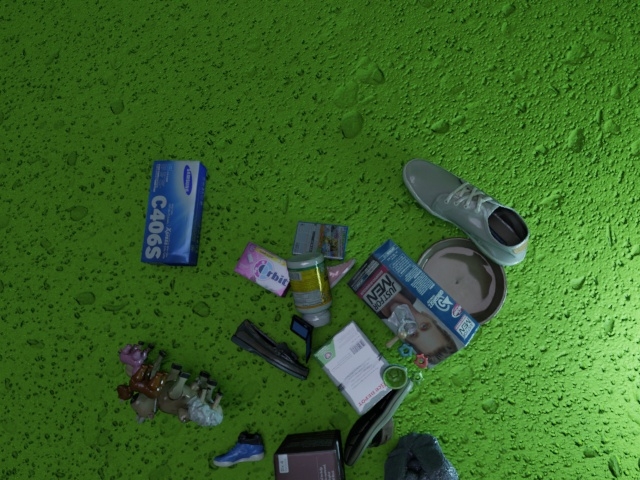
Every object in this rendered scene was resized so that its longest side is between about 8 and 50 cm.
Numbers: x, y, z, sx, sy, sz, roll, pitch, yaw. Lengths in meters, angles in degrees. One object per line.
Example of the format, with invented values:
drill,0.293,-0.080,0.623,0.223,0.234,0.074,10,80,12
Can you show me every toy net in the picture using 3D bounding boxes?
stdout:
toy net,0.236,0.291,1.136,0.122,0.045,0.232,4,100,6

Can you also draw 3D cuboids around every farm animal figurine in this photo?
farm animal figurine,-0.462,0.445,1.224,0.326,0.330,0.172,28,80,-18

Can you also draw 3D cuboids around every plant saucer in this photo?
plant saucer,0.420,0.129,1.272,0.277,0.041,0.278,-1,79,6

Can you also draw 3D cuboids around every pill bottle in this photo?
pill bottle,-0.028,0.149,1.255,0.117,0.117,0.208,-10,101,4

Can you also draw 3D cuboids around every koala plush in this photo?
koala plush,0.295,0.669,1.135,0.196,0.203,0.221,-28,99,10

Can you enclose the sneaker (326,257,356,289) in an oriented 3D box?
sneaker,0.047,0.090,1.313,0.134,0.051,0.070,-45,83,1

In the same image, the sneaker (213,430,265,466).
sneaker,-0.246,0.615,1.243,0.152,0.058,0.085,-9,84,0

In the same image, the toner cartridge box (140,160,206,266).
toner cartridge box,-0.487,-0.091,1.395,0.165,0.075,0.348,1,79,5

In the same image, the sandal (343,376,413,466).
sandal,0.175,0.526,1.190,0.086,0.120,0.303,42,86,-2

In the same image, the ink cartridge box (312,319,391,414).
ink cartridge box,0.106,0.370,1.233,0.160,0.092,0.219,-39,79,-3

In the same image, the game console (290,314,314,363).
game console,-0.060,0.294,1.243,0.107,0.122,0.071,32,58,11

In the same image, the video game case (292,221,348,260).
video game case,0.000,0.000,1.338,0.166,0.015,0.119,6,63,8

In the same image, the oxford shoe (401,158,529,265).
oxford shoe,0.439,-0.110,1.250,0.169,0.130,0.449,-40,72,-17

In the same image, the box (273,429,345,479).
box,-0.023,0.636,1.142,0.167,0.203,0.169,-7,79,5

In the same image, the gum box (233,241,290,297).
gum box,-0.175,0.091,1.332,0.188,0.062,0.107,27,83,10

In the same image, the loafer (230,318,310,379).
loafer,-0.145,0.330,1.272,0.267,0.096,0.084,25,77,12

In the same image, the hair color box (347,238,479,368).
hair color box,0.257,0.182,1.202,0.347,0.174,0.105,45,48,12
